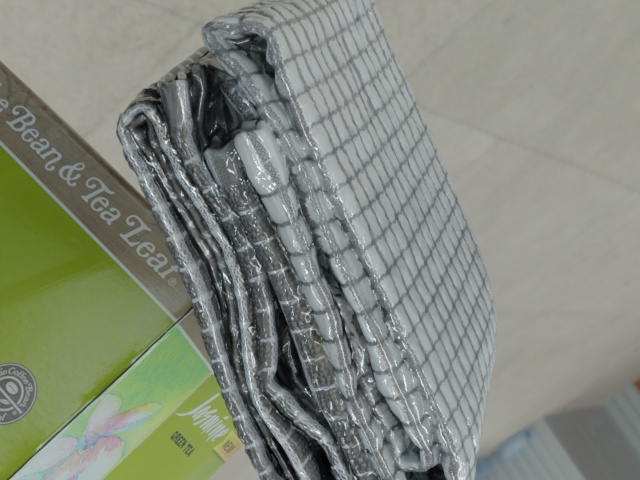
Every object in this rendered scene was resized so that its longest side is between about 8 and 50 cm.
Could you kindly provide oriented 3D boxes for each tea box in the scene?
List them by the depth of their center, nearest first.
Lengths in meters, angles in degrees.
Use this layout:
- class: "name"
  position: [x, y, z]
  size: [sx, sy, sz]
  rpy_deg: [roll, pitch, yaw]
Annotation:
- class: "tea box"
  position: [-0.253, 0.074, 0.852]
  size: [0.323, 0.329, 0.220]
  rpy_deg: [-43, 154, -9]

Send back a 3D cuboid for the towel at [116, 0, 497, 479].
- class: "towel"
  position: [0.000, 0.000, 0.721]
  size: [0.121, 0.284, 0.235]
  rpy_deg: [-21, -167, 20]
